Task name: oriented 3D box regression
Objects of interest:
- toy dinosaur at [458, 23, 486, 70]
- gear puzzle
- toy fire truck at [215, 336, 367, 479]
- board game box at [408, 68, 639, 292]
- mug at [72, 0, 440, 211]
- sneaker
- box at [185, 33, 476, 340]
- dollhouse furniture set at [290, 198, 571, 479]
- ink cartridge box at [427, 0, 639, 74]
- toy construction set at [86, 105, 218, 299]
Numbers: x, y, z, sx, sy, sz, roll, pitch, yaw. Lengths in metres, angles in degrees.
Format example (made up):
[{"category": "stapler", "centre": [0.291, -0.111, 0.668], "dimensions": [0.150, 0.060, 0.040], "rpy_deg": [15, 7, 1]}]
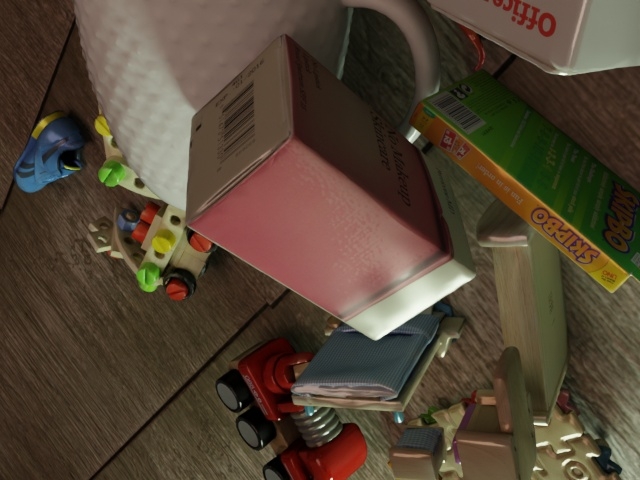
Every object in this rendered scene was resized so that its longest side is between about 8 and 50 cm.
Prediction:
[{"category": "toy dinosaur", "centre": [0.137, -0.222, 0.724], "dimensions": [0.082, 0.090, 0.047], "rpy_deg": [23, 156, -28]}, {"category": "gear puzzle", "centre": [0.207, 0.269, 0.951], "dimensions": [0.175, 0.044, 0.339], "rpy_deg": [55, 138, 1]}, {"category": "toy fire truck", "centre": [0.008, 0.224, 1.036], "dimensions": [0.246, 0.158, 0.217], "rpy_deg": [-22, 97, 55]}, {"category": "board game box", "centre": [0.214, -0.057, 0.709], "dimensions": [0.259, 0.124, 0.039], "rpy_deg": [41, 134, 16]}, {"category": "mug", "centre": [-0.062, -0.191, 0.790], "dimensions": [0.374, 0.276, 0.328], "rpy_deg": [14, 130, 11]}, {"category": "sneaker", "centre": [-0.448, -0.124, 1.270], "dimensions": [0.082, 0.069, 0.209], "rpy_deg": [50, 134, 2]}, {"category": "box", "centre": [0.010, -0.040, 0.679], "dimensions": [0.127, 0.149, 0.232], "rpy_deg": [-36, 129, 27]}, {"category": "dollhouse furniture set", "centre": [0.075, 0.083, 0.786], "dimensions": [0.303, 0.286, 0.198], "rpy_deg": [-2, 111, 28]}, {"category": "ink cartridge box", "centre": [0.192, -0.285, 0.564], "dimensions": [0.197, 0.114, 0.273], "rpy_deg": [-129, 38, -48]}, {"category": "toy construction set", "centre": [-0.240, -0.039, 1.082], "dimensions": [0.215, 0.151, 0.328], "rpy_deg": [29, 141, -6]}]
